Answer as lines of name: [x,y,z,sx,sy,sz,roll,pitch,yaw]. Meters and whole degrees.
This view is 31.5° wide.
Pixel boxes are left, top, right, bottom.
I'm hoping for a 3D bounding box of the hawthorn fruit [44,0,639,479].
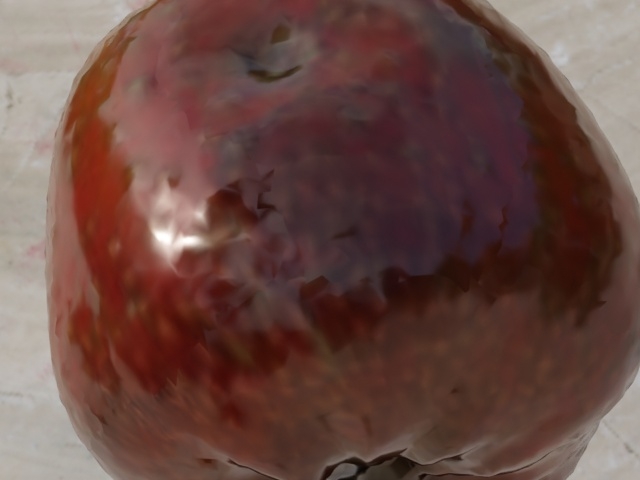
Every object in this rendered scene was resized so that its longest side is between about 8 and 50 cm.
hawthorn fruit: [0.000,0.000,0.520,0.275,0.275,0.299,-24,71,-10]
